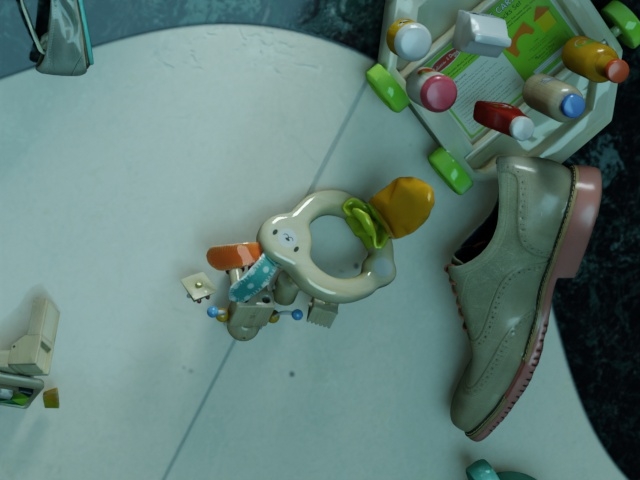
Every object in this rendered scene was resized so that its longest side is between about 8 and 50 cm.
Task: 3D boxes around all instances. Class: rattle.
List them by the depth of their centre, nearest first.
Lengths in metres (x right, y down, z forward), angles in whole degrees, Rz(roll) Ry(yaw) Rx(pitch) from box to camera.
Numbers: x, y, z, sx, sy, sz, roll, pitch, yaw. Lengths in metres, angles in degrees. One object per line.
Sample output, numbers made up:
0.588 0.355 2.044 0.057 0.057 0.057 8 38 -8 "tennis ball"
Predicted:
0.000 0.000 1.715 0.200 0.143 0.130 1 87 -25 "rattle"

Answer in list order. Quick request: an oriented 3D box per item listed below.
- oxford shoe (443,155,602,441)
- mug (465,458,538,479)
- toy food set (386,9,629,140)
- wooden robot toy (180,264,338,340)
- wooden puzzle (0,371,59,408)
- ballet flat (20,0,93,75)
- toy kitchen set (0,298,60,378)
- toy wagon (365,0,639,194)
0.190 0.059 1.814 0.130 0.123 0.348 16 113 -5 "oxford shoe"
0.218 0.319 1.910 0.129 0.097 0.157 1 105 -16 "mug"
0.185 -0.165 1.681 0.232 0.104 0.111 8 103 -18 "toy food set"
-0.072 0.072 1.785 0.173 0.076 0.079 3 140 -17 "wooden robot toy"
-0.326 0.157 1.728 0.116 0.078 0.014 8 62 -13 "wooden puzzle"
-0.261 -0.263 1.617 0.068 0.072 0.213 -4 107 -6 "ballet flat"
-0.314 0.111 1.737 0.083 0.075 0.068 -3 152 18 "toy kitchen set"
0.173 -0.225 1.754 0.267 0.068 0.344 -40 112 -2 "toy wagon"
